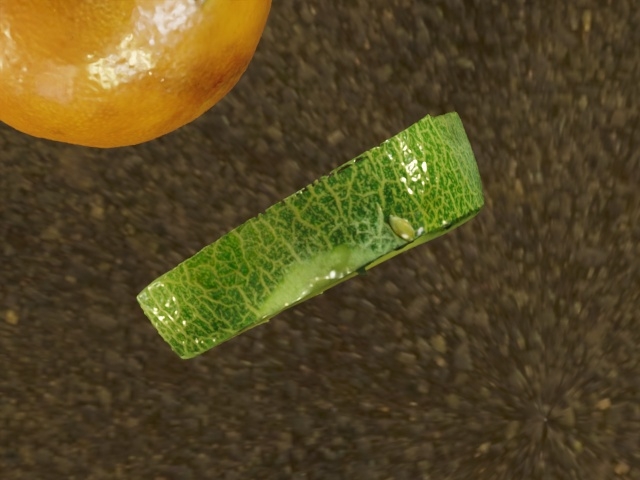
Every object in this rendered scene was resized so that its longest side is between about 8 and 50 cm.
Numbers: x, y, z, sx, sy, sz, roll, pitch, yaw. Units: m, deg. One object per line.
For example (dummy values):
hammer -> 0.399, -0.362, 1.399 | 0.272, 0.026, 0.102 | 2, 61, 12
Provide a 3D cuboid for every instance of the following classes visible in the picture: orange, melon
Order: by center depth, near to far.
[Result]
melon -> 0.000, 0.000, 0.847 | 0.209, 0.118, 0.064 | -29, 91, 4
orange -> -0.157, -0.194, 1.052 | 0.261, 0.261, 0.261 | -1, 83, 8
